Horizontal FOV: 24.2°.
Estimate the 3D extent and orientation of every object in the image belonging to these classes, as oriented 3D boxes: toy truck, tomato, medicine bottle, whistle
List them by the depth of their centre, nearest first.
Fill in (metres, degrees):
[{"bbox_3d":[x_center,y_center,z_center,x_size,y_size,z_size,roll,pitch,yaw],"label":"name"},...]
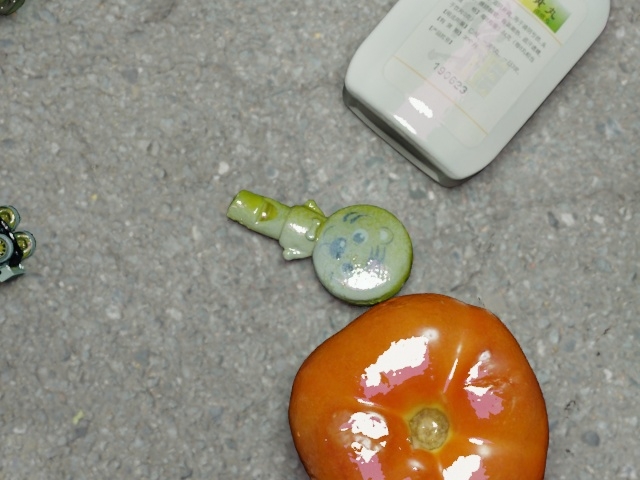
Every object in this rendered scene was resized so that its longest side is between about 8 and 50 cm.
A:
[{"bbox_3d":[0.100,0.180,1.447,0.260,0.180,0.260,0,85,-3],"label":"tomato"},{"bbox_3d":[-0.374,-0.020,1.522,0.100,0.077,0.169,-34,88,10],"label":"toy truck"},{"bbox_3d":[0.180,-0.223,1.523,0.179,0.124,0.324,40,87,4],"label":"medicine bottle"},{"bbox_3d":[0.000,0.000,1.535,0.198,0.057,0.104,20,73,9],"label":"whistle"}]

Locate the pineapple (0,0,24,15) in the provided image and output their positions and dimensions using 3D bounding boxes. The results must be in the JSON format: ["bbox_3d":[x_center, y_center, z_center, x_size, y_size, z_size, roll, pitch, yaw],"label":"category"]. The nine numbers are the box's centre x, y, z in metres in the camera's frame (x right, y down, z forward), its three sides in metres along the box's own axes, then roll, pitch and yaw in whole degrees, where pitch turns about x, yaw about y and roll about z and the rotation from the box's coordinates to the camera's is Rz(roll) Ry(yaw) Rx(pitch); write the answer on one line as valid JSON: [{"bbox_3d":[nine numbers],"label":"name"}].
[{"bbox_3d":[-0.325,-0.279,1.525,0.277,0.130,0.119,-25,97,-4],"label":"pineapple"}]
